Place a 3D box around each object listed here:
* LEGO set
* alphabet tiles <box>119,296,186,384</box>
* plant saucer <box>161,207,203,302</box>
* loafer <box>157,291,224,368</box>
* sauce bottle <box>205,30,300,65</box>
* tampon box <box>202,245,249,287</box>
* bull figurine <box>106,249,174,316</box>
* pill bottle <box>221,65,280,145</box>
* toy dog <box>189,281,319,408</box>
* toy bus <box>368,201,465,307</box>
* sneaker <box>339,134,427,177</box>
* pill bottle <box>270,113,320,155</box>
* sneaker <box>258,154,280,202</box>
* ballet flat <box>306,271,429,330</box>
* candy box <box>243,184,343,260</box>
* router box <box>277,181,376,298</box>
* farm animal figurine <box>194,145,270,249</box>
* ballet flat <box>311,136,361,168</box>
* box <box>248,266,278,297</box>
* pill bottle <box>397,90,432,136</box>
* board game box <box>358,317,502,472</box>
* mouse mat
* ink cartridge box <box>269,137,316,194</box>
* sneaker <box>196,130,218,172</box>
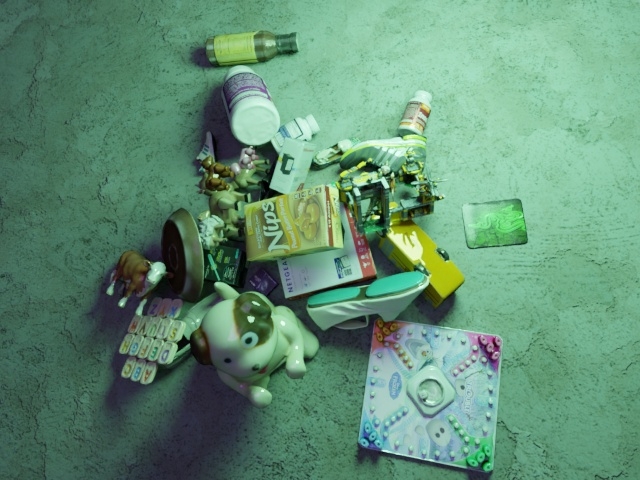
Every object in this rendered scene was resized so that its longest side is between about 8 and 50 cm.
[{"bbox_3d":[0.197,-0.177,1.410,0.331,0.192,0.255,-8,48,2],"label":"LEGO set"},{"bbox_3d":[-0.546,0.314,1.532,0.284,0.021,0.278,-1,62,38],"label":"alphabet tiles"},{"bbox_3d":[-0.455,0.051,1.532,0.050,0.310,0.311,-8,70,-35],"label":"plant saucer"},{"bbox_3d":[-0.420,0.291,1.547,0.112,0.111,0.319,39,86,16],"label":"loafer"},{"bbox_3d":[-0.248,-0.719,1.771,0.344,0.111,0.112,-2,76,7],"label":"sauce bottle"},{"bbox_3d":[-0.334,0.083,1.589,0.160,0.101,0.121,10,78,12],"label":"tampon box"},{"bbox_3d":[-0.604,0.130,1.573,0.310,0.101,0.188,22,80,50],"label":"bull figurine"},{"bbox_3d":[-0.251,-0.478,1.644,0.169,0.169,0.302,-24,50,3],"label":"pill bottle"},{"bbox_3d":[-0.194,0.263,1.349,0.284,0.408,0.396,-27,80,0],"label":"toy dog"},{"bbox_3d":[0.289,0.041,1.473,0.108,0.130,0.333,-36,72,-19],"label":"toy bus"},{"bbox_3d":[0.212,-0.269,1.584,0.299,0.111,0.121,-9,79,9],"label":"sneaker"},{"bbox_3d":[-0.091,-0.371,1.664,0.169,0.094,0.094,-29,73,1],"label":"pill bottle"},{"bbox_3d":[-0.165,-0.209,1.622,0.051,0.089,0.170,20,105,17],"label":"sneaker"},{"bbox_3d":[0.150,0.194,1.442,0.400,0.139,0.139,-15,73,25],"label":"ballet flat"},{"bbox_3d":[-0.090,-0.044,1.454,0.316,0.087,0.183,-11,79,33],"label":"candy box"},{"bbox_3d":[0.000,0.000,1.563,0.301,0.082,0.336,-16,74,5],"label":"router box"},{"bbox_3d":[-0.314,-0.152,1.578,0.172,0.330,0.327,7,101,20],"label":"farm animal figurine"},{"bbox_3d":[0.054,-0.306,1.640,0.188,0.070,0.070,-30,73,1],"label":"ballet flat"},{"bbox_3d":[-0.191,0.141,1.594,0.067,0.018,0.083,-45,74,-4],"label":"box"},{"bbox_3d":[0.324,-0.425,1.611,0.086,0.086,0.152,19,81,13],"label":"pill bottle"},{"bbox_3d":[0.328,0.449,1.415,0.389,0.050,0.390,7,77,11],"label":"board game box"},{"bbox_3d":[0.557,-0.055,1.524,0.189,0.007,0.153,-6,75,7],"label":"mouse mat"},{"bbox_3d":[-0.090,-0.249,1.585,0.072,0.127,0.175,24,106,15],"label":"ink cartridge box"},{"bbox_3d":[-0.417,-0.320,1.725,0.075,0.057,0.161,-9,78,2],"label":"sneaker"}]
